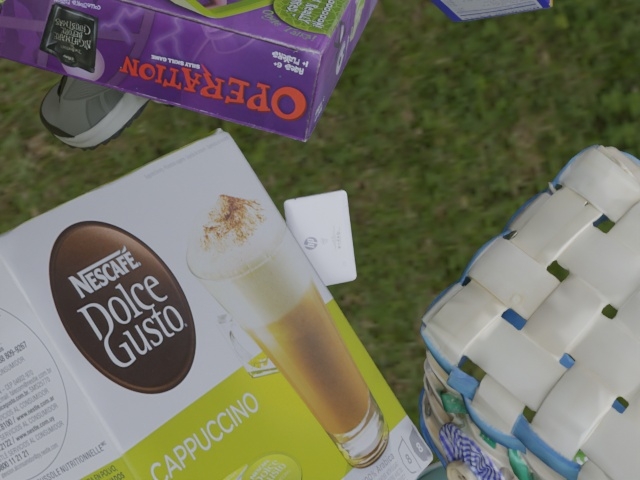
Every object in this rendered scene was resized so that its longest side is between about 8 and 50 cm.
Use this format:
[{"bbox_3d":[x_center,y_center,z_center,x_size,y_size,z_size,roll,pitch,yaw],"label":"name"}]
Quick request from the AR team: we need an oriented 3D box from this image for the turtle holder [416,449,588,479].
[{"bbox_3d":[0.158,0.345,1.876,0.227,0.320,0.243,-29,132,-43],"label":"turtle holder"}]

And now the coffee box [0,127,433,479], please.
[{"bbox_3d":[-0.185,0.160,1.317,0.334,0.338,0.337,58,31,-1],"label":"coffee box"}]

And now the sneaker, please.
[{"bbox_3d":[-0.180,-0.158,1.431,0.108,0.271,0.100,35,62,-20],"label":"sneaker"}]

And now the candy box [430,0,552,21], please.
[{"bbox_3d":[0.144,-0.377,1.632,0.317,0.122,0.268,12,75,-74],"label":"candy box"}]

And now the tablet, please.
[{"bbox_3d":[0.000,0.000,1.414,0.054,0.006,0.083,-10,112,-7],"label":"tablet"}]

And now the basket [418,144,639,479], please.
[{"bbox_3d":[0.173,0.094,0.857,0.201,0.255,0.289,-48,151,-1],"label":"basket"}]

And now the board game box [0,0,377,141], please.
[{"bbox_3d":[-0.060,-0.172,0.793,0.347,0.208,0.056,-65,165,-55],"label":"board game box"}]
